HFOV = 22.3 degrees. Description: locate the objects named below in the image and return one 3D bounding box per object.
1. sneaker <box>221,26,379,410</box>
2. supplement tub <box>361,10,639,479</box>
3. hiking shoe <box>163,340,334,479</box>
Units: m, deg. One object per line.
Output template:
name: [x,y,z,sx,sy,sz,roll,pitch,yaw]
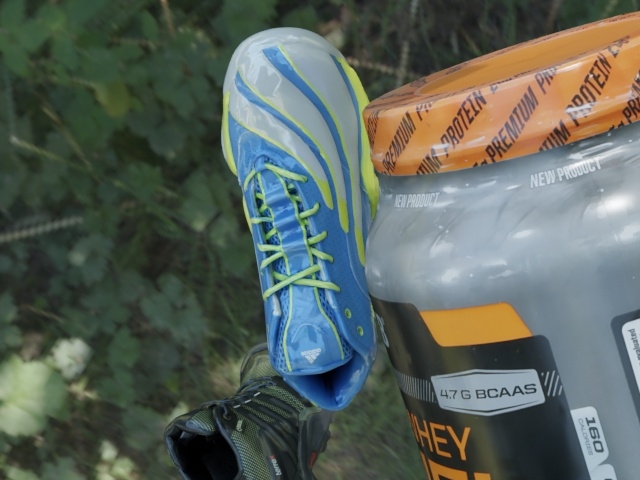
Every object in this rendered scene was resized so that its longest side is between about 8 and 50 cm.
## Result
sneaker: [0.000,0.000,0.933,0.091,0.240,0.126,-12,40,2]
supplement tub: [0.136,0.069,0.711,0.193,0.193,0.316,-16,99,12]
hiking shoe: [-0.055,0.139,1.194,0.086,0.114,0.227,-48,24,26]
